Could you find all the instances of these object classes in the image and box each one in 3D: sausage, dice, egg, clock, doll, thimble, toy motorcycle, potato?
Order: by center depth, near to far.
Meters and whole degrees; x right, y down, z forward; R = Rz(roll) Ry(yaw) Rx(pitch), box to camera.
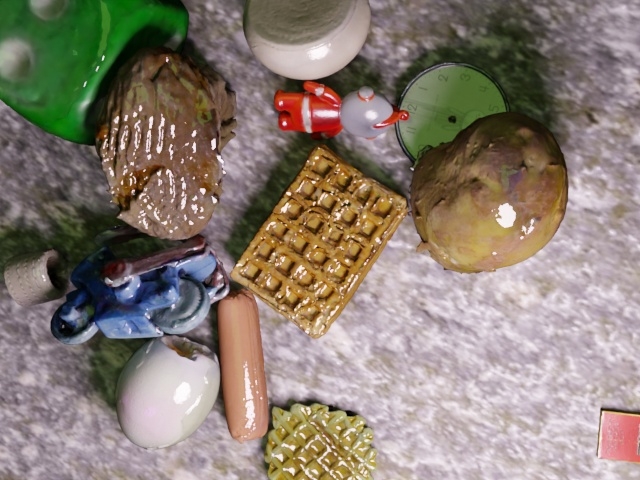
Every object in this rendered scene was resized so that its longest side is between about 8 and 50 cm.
[{"bbox_3d":[0.302,-0.067,1.641,0.301,0.237,0.289,-19,102,-2],"label":"potato"},{"bbox_3d":[-0.434,-0.364,1.730,0.287,0.297,0.300,37,105,6],"label":"dice"},{"bbox_3d":[0.039,-0.233,1.766,0.245,0.142,0.076,1,54,10],"label":"doll"},{"bbox_3d":[0.241,-0.221,1.777,0.215,0.042,0.215,0,92,9],"label":"clock"},{"bbox_3d":[-0.288,0.288,1.798,0.183,0.183,0.217,22,97,7],"label":"egg"},{"bbox_3d":[-0.331,0.085,1.801,0.319,0.241,0.182,-6,116,15],"label":"toy motorcycle"},{"bbox_3d":[-0.147,0.235,1.824,0.086,0.086,0.289,-4,91,8],"label":"sausage"},{"bbox_3d":[-0.540,0.070,1.861,0.090,0.115,0.102,-14,92,9],"label":"thimble"}]

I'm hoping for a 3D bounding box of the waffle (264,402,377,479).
[{"bbox_3d":[0.001,0.408,1.824,0.214,0.054,0.208,2,89,2],"label":"waffle"}]

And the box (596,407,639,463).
[{"bbox_3d":[0.570,0.356,1.757,0.133,0.023,0.090,6,95,8],"label":"box"}]

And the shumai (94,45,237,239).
[{"bbox_3d":[-0.266,-0.199,1.728,0.217,0.283,0.346,-6,120,3],"label":"shumai"}]

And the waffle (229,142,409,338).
[{"bbox_3d":[0.000,0.000,1.794,0.213,0.091,0.308,35,96,6],"label":"waffle"}]

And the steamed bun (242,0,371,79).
[{"bbox_3d":[-0.019,-0.387,1.752,0.232,0.145,0.232,-6,64,13],"label":"steamed bun"}]
